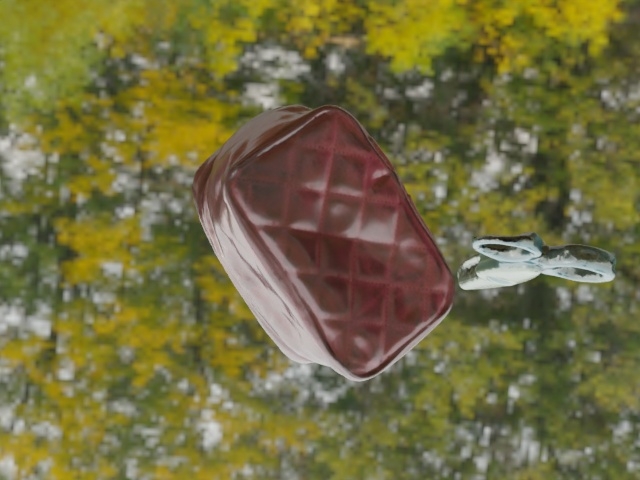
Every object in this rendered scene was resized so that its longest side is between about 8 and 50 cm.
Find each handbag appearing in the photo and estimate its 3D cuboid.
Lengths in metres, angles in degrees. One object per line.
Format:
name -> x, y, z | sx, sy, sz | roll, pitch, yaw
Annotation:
handbag -> 0.000, 0.000, 1.132 | 0.146, 0.225, 0.135 | -37, -167, -15

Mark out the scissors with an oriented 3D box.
scissors -> 0.187, 0.024, 1.374 | 0.138, 0.041, 0.289 | 12, 172, -11
